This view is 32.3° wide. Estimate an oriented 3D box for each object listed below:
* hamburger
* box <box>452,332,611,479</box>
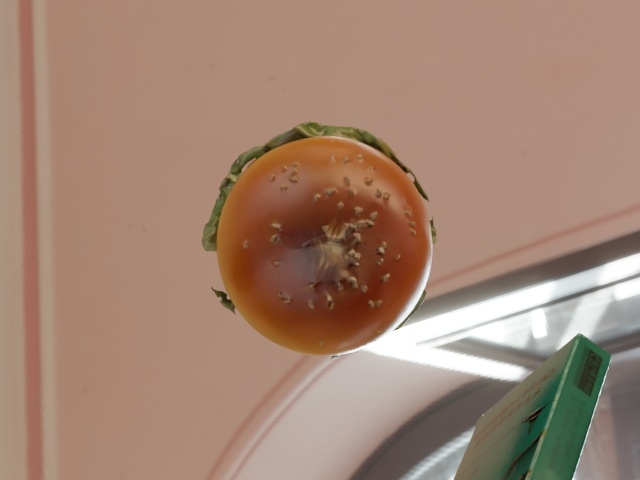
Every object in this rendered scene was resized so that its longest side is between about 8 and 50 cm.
[{"bbox_3d":[0.000,0.002,1.122,0.170,0.246,0.246,-145,31,-87],"label":"hamburger"},{"bbox_3d":[0.147,0.194,0.877,0.042,0.161,0.226,35,-137,-1],"label":"box"}]
